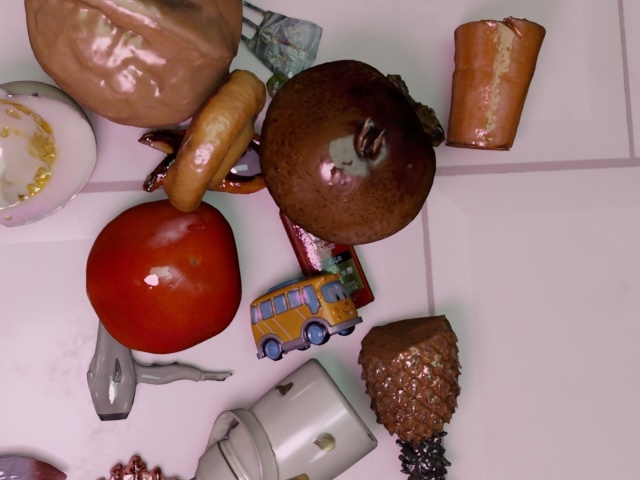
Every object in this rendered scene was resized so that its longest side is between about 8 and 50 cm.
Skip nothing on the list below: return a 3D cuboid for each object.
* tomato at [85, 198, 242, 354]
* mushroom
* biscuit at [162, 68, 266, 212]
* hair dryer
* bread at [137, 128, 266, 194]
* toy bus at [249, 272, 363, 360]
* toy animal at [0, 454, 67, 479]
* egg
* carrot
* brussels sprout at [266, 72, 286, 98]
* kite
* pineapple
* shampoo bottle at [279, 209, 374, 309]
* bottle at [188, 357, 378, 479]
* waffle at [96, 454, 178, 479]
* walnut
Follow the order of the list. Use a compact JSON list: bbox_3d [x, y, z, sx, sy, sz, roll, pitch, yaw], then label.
[{"bbox_3d":[-0.267,0.059,1.564,0.298,0.226,0.299,11,69,-29],"label":"tomato"},{"bbox_3d":[0.050,-0.182,1.632,0.334,0.356,0.331,-38,111,10],"label":"mushroom"},{"bbox_3d":[-0.170,-0.183,1.506,0.091,0.213,0.274,32,58,-1],"label":"biscuit"},{"bbox_3d":[-0.325,0.199,1.649,0.267,0.092,0.229,-18,86,-27],"label":"hair dryer"},{"bbox_3d":[-0.213,-0.154,1.673,0.268,0.095,0.139,-2,73,-3],"label":"bread"},{"bbox_3d":[-0.034,0.140,1.646,0.209,0.126,0.136,-22,84,30],"label":"toy bus"},{"bbox_3d":[-0.600,0.435,1.551,0.324,0.090,0.195,42,79,-11],"label":"toy animal"},{"bbox_3d":[-0.522,-0.180,1.562,0.206,0.162,0.271,-5,128,-33],"label":"egg"},{"bbox_3d":[0.354,-0.308,1.765,0.196,0.196,0.254,5,91,-13],"label":"carrot"},{"bbox_3d":[-0.072,-0.294,1.729,0.083,0.046,0.051,44,86,-9],"label":"brussels sprout"},{"bbox_3d":[-0.117,-0.420,1.739,0.245,0.015,0.141,29,80,-14],"label":"kite"},{"bbox_3d":[0.195,0.333,1.709,0.202,0.202,0.362,-17,106,-14],"label":"pineapple"},{"bbox_3d":[0.000,0.000,1.720,0.118,0.076,0.314,-22,93,-12],"label":"shampoo bottle"},{"bbox_3d":[-0.093,0.395,1.620,0.351,0.229,0.229,-35,96,-5],"label":"bottle"},{"bbox_3d":[-0.340,0.536,1.631,0.234,0.055,0.221,40,81,-4],"label":"waffle"},{"bbox_3d":[-0.318,-0.387,1.506,0.383,0.383,0.384,1,88,-13],"label":"walnut"}]
